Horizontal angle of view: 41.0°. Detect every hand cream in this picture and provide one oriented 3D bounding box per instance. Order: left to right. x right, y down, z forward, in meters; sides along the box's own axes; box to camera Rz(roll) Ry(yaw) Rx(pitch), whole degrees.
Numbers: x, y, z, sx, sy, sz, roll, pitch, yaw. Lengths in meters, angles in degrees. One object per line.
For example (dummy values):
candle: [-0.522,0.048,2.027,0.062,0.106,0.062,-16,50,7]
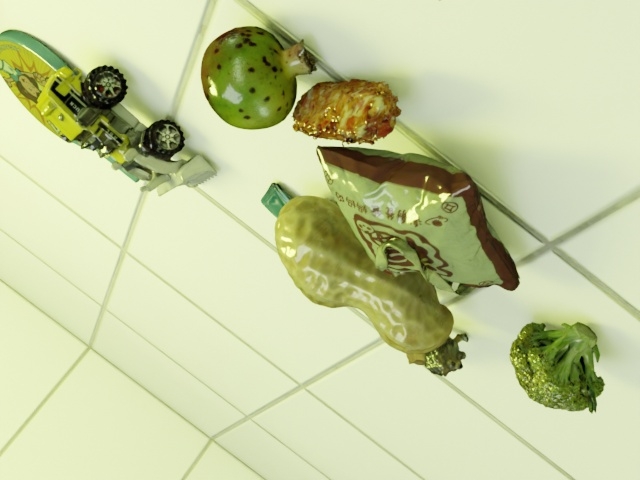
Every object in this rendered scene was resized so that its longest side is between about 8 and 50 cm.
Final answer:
hand cream: [0.000,0.000,1.308,0.224,0.048,0.083,42,156,0]

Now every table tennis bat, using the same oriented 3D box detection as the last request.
table tennis bat: [-0.425,-0.222,1.451,0.329,0.044,0.215,43,150,-10]

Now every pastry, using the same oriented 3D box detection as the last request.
pastry: [0.035,-0.144,0.984,0.063,0.087,0.169,33,173,-35]

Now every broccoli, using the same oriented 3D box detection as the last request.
broccoli: [0.312,0.161,1.122,0.130,0.131,0.120,34,113,10]

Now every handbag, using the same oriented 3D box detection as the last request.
handbag: [0.120,-0.026,1.030,0.213,0.127,0.235,12,156,33]

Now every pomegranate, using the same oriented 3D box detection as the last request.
pomegranate: [-0.079,-0.195,1.012,0.130,0.130,0.130,28,152,16]

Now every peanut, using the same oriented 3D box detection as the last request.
peanut: [0.057,0.054,1.216,0.298,0.136,0.120,35,-162,3]

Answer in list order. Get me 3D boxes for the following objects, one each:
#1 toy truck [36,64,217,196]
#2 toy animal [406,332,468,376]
toy truck: [-0.303,-0.156,1.326,0.286,0.111,0.136,40,152,-19]
toy animal: [0.173,0.162,1.335,0.069,0.086,0.220,41,171,-3]
